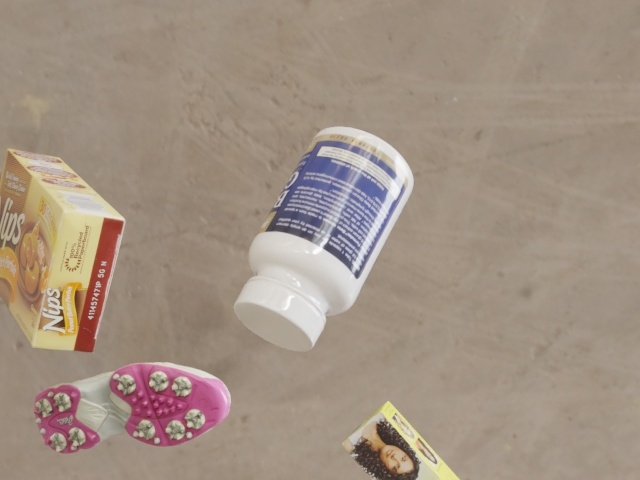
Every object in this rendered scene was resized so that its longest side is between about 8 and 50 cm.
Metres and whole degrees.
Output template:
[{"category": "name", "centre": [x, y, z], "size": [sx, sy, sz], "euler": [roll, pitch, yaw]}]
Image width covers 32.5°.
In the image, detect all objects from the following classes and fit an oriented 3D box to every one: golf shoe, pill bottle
[{"category": "golf shoe", "centre": [-0.239, 0.210, 1.480], "size": [0.306, 0.140, 0.115], "euler": [-8, 97, 28]}, {"category": "pill bottle", "centre": [0.000, 0.000, 0.875], "size": [0.094, 0.094, 0.169], "euler": [54, 55, -41]}]

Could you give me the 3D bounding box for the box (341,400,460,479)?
[{"category": "box", "centre": [0.141, 0.350, 1.591], "size": [0.087, 0.232, 0.058], "euler": [-45, 175, 18]}]

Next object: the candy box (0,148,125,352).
[{"category": "candy box", "centre": [-0.367, 0.005, 1.476], "size": [0.087, 0.316, 0.183], "euler": [10, 103, -30]}]
